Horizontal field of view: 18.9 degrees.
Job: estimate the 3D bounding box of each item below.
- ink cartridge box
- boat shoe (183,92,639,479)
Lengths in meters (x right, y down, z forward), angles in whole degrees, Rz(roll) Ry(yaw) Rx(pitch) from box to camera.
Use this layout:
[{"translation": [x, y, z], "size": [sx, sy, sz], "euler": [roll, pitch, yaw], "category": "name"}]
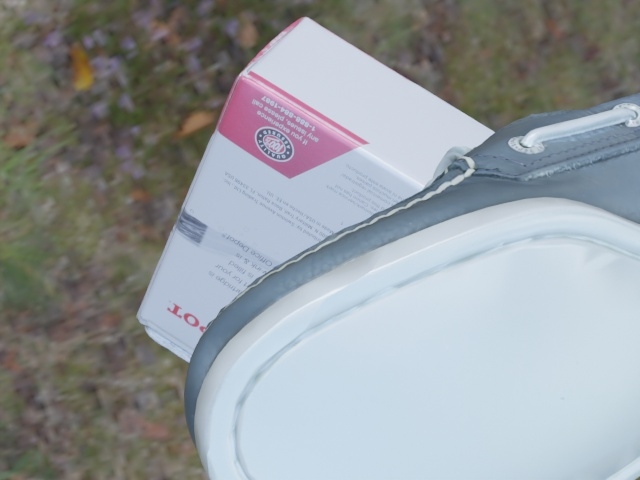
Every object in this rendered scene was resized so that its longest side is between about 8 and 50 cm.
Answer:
[{"translation": [0.000, 0.000, 1.163], "size": [0.158, 0.218, 0.092], "euler": [32, 40, 6], "category": "ink cartridge box"}, {"translation": [0.080, 0.013, 0.642], "size": [0.319, 0.099, 0.116], "euler": [-16, 122, -32], "category": "boat shoe"}]
